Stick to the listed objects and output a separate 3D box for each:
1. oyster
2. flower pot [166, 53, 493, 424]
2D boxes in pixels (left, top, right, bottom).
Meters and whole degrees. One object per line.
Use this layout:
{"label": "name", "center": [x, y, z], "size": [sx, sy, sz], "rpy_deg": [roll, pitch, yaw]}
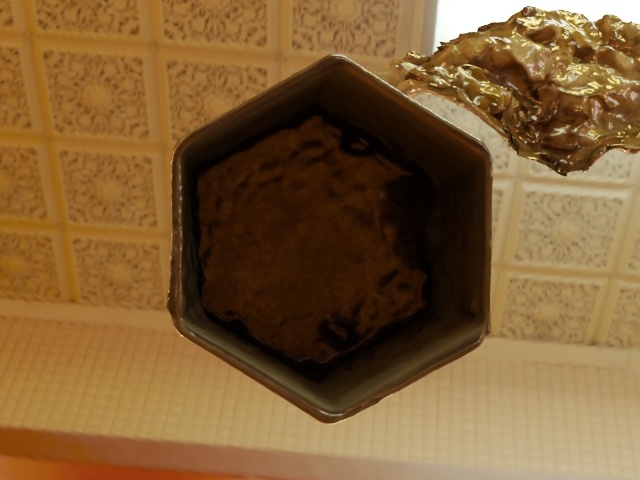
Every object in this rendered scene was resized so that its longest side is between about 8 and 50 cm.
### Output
{"label": "oyster", "center": [0.212, -0.153, 1.041], "size": [0.352, 0.238, 0.114], "rpy_deg": [-9, -62, -11]}
{"label": "flower pot", "center": [0.000, 0.000, 0.790], "size": [0.209, 0.189, 0.239], "rpy_deg": [0, -90, -5]}
